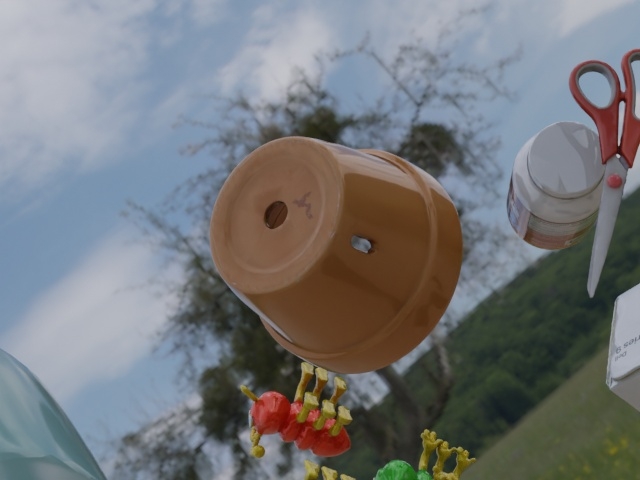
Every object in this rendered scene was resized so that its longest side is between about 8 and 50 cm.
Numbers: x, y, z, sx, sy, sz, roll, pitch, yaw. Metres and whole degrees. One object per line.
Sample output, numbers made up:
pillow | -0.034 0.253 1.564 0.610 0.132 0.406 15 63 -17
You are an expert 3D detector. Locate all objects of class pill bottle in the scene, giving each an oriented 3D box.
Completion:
pill bottle | 0.298 -0.070 1.480 0.121 0.121 0.216 -38 -15 -5

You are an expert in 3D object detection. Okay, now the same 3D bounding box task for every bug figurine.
bug figurine | 0.030 0.192 0.885 0.279 0.216 0.072 -92 26 -76

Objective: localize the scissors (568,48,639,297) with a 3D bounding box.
scissors | 0.333 -0.079 1.290 0.109 0.297 0.021 -1 -23 4

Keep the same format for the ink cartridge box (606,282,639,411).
ink cartridge box | 0.324 0.092 0.799 0.154 0.212 0.093 -41 22 41

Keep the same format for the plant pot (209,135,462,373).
plant pot | 0.000 0.000 1.457 0.291 0.291 0.203 -43 -39 14

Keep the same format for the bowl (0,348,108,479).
bowl | -0.218 0.211 0.651 0.311 0.312 0.163 -30 26 -36
